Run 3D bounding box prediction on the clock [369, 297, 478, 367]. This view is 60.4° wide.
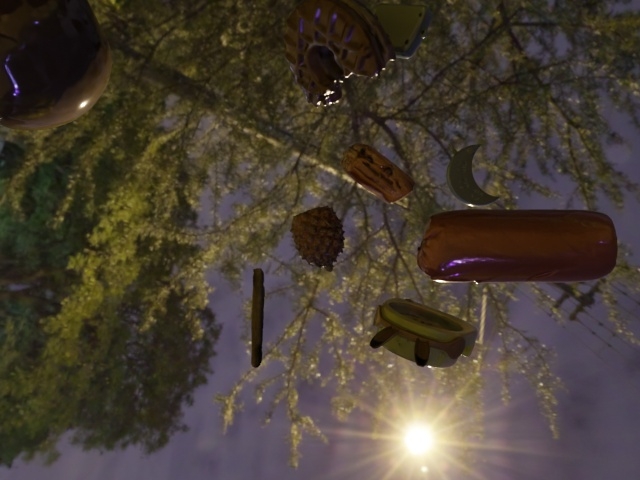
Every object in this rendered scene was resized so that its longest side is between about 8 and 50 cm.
[{"bbox_3d":[0.168,0.162,0.947,0.170,0.232,0.069,21,-81,25],"label":"clock"}]

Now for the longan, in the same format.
[{"bbox_3d":[-0.530,-0.349,0.978,0.319,0.318,0.319,-35,-136,43],"label":"longan"}]

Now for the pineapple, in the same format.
[{"bbox_3d":[0.000,0.000,1.604,0.166,0.166,0.193,-19,-91,52],"label":"pineapple"}]

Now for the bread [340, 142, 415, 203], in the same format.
[{"bbox_3d":[0.153,-0.182,1.546,0.099,0.210,0.235,-52,-171,3],"label":"bread"}]

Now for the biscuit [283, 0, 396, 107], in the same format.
[{"bbox_3d":[0.025,-0.515,1.476,0.115,0.268,0.366,-39,-166,-28],"label":"biscuit"}]

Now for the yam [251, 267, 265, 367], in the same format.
[{"bbox_3d":[-0.066,0.079,0.577,0.014,0.014,0.107,-28,-125,48],"label":"yam"}]

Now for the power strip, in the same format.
[{"bbox_3d":[0.446,-0.201,1.664,0.044,0.137,0.216,65,4,-88],"label":"power strip"}]

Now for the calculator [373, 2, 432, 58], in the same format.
[{"bbox_3d":[0.193,-0.556,1.455,0.246,0.045,0.141,31,-84,48],"label":"calculator"}]

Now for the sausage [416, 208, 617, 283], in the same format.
[{"bbox_3d":[0.309,0.009,0.885,0.121,0.304,0.121,0,90,-90],"label":"sausage"}]
